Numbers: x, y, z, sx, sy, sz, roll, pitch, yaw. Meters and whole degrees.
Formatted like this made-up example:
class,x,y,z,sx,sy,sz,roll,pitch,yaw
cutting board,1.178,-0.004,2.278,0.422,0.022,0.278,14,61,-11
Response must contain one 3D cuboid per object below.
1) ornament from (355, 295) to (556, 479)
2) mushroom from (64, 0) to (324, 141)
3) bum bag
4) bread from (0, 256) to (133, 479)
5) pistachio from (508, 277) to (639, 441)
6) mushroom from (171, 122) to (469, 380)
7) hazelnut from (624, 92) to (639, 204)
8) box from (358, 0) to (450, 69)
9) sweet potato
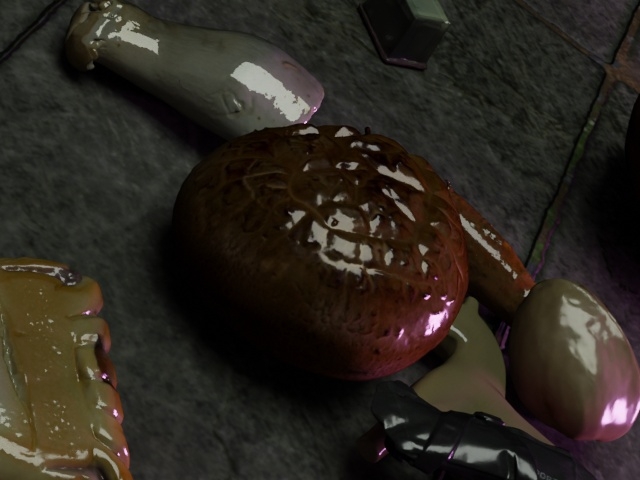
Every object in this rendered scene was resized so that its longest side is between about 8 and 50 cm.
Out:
class,x,y,z,sx,sy,sz,roll,pitch,yaw
ornament,0.121,0.154,1.518,0.230,0.061,0.245,44,40,10
mushroom,-0.111,-0.155,1.623,0.225,0.093,0.116,30,34,-7
bum bag,0.126,0.167,1.430,0.198,0.049,0.087,20,20,-13
bread,-0.206,0.107,1.277,0.134,0.081,0.225,9,47,-26
pistachio,0.218,0.105,1.606,0.113,0.113,0.149,-16,92,-48
mushroom,0.000,0.000,1.502,0.253,0.153,0.253,13,35,-9
hazelnut,0.500,-0.060,1.849,0.421,0.352,0.421,8,14,-2
box,0.089,-0.228,1.893,0.060,0.063,0.084,8,47,-36
sweet potato,0.126,-0.003,1.681,0.314,0.072,0.066,38,22,3
